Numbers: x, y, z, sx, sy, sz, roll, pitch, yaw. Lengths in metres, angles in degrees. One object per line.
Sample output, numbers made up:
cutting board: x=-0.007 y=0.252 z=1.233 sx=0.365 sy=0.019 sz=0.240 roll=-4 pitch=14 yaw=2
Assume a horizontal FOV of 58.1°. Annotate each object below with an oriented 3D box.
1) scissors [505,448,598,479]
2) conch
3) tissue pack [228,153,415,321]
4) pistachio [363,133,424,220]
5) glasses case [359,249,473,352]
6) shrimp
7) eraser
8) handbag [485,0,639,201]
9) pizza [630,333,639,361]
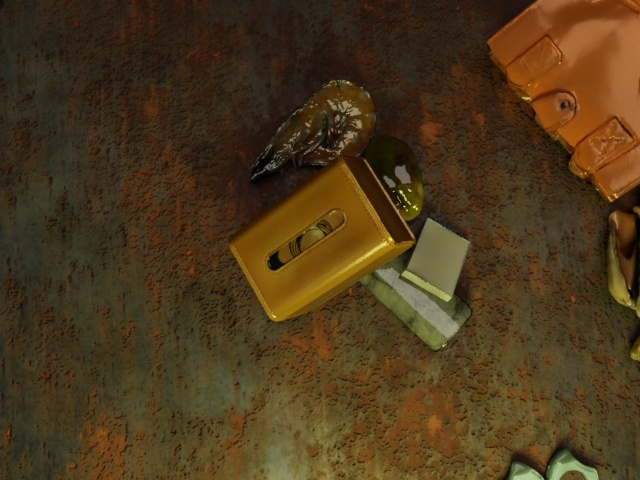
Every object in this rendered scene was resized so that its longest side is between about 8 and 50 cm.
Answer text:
scissors: x=0.444 y=0.571 z=1.040 sx=0.191 sy=0.029 sz=0.360 roll=-12 pitch=78 yaw=-3
conch: x=0.636 y=0.061 z=1.112 sx=0.158 sy=0.127 sz=0.255 roll=-11 pitch=52 yaw=23
tissue pack: x=0.000 y=0.000 z=1.052 sx=0.274 sy=0.145 sz=0.194 roll=-35 pitch=81 yaw=22
pistachio: x=0.140 y=-0.129 z=1.148 sx=0.110 sy=0.100 sz=0.189 roll=-14 pitch=80 yaw=-7
glasses case: x=0.150 y=0.077 z=1.127 sx=0.299 sy=0.060 sz=0.114 roll=42 pitch=81 yaw=8
shrimp: x=-0.009 y=-0.201 z=1.187 sx=0.317 sy=0.062 sz=0.164 roll=-43 pitch=84 yaw=-10
eraser: x=0.227 y=0.035 z=1.116 sx=0.104 sy=0.023 sz=0.150 roll=30 pitch=53 yaw=-1
handbag: x=0.558 y=-0.317 z=1.129 sx=0.303 sy=0.116 sz=0.410 roll=-38 pitch=79 yaw=16
pizza: x=0.677 y=0.211 z=1.101 sx=0.175 sy=0.046 sz=0.134 roll=-15 pitch=78 yaw=-2
